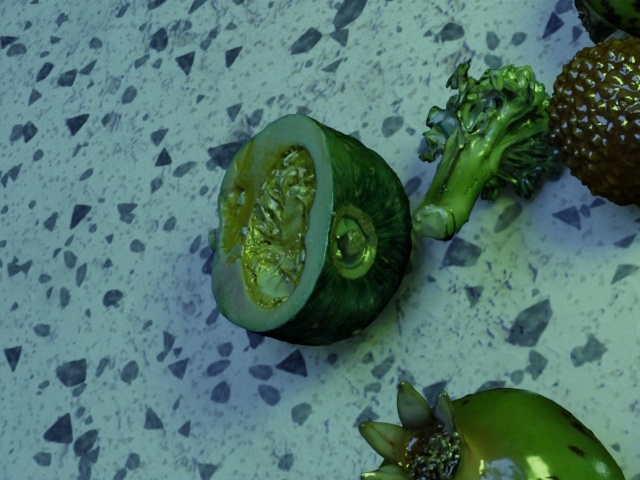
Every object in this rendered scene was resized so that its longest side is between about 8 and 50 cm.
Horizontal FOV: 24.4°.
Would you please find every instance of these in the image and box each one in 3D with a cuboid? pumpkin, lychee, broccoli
[{"bbox_3d":[0.000,0.000,1.942,0.263,0.197,0.293,-9,67,48],"label":"pumpkin"},{"bbox_3d":[0.378,-0.131,1.731,0.200,0.200,0.238,-42,88,10],"label":"lychee"},{"bbox_3d":[0.208,-0.115,1.814,0.198,0.177,0.275,-54,1,28],"label":"broccoli"}]

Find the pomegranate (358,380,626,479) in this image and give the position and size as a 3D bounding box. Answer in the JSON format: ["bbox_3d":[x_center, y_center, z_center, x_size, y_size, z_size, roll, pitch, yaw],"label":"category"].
[{"bbox_3d":[0.182,0.282,1.559,0.291,0.323,0.290,-4,63,9],"label":"pomegranate"}]

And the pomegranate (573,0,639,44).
[{"bbox_3d":[0.406,-0.351,1.805,0.270,0.254,0.254,-49,45,24],"label":"pomegranate"}]
